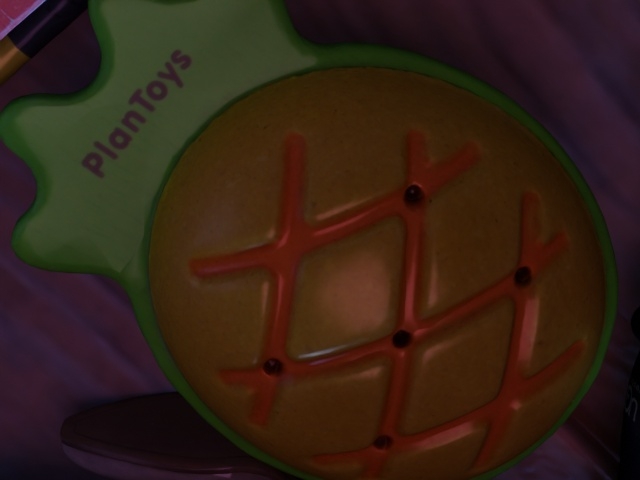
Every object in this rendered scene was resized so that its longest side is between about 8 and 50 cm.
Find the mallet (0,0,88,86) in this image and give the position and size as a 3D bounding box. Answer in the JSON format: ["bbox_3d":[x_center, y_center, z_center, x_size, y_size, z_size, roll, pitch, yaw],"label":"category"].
[{"bbox_3d":[-0.089,-0.047,0.484,0.189,0.062,0.039,-42,111,12],"label":"mallet"}]

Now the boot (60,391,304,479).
[{"bbox_3d":[-0.021,0.094,0.563,0.118,0.042,0.087,1,122,5],"label":"boot"}]

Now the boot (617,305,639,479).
[{"bbox_3d":[0.193,0.123,0.557,0.246,0.094,0.207,11,108,-1],"label":"boot"}]

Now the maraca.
[{"bbox_3d":[0.000,0.000,0.490,0.185,0.099,0.127,35,98,-16],"label":"maraca"}]

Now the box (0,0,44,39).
[{"bbox_3d":[-0.184,-0.063,0.427,0.300,0.142,0.154,-41,110,13],"label":"box"}]
